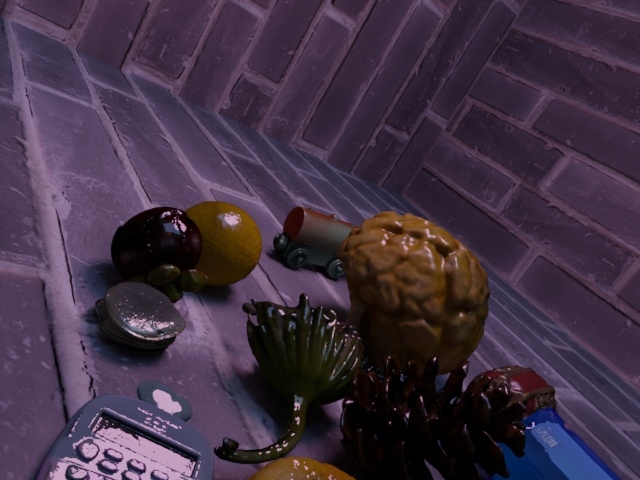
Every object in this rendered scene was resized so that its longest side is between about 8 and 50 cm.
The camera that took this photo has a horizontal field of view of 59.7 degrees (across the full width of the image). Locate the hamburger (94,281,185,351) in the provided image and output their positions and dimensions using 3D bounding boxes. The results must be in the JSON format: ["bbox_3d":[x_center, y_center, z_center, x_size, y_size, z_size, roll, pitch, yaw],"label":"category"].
[{"bbox_3d":[-0.289,0.125,0.895,0.133,0.062,0.140,8,29,-47],"label":"hamburger"}]

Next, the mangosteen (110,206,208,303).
[{"bbox_3d":[-0.291,0.032,1.008,0.166,0.166,0.180,10,49,-51],"label":"mangosteen"}]

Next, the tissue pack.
[{"bbox_3d":[0.415,0.445,0.954,0.209,0.137,0.270,-24,42,-14],"label":"tissue pack"}]

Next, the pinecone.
[{"bbox_3d":[0.164,0.293,0.870,0.244,0.309,0.244,51,30,-45],"label":"pinecone"}]

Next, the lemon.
[{"bbox_3d":[-0.218,0.003,1.165,0.203,0.178,0.178,41,8,-33],"label":"lemon"}]

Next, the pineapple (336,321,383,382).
[{"bbox_3d":[0.067,0.243,1.151,0.103,0.083,0.221,20,22,-32],"label":"pineapple"}]

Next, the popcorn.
[{"bbox_3d":[0.224,0.119,1.310,0.344,0.353,0.391,11,70,-51],"label":"popcorn"}]

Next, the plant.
[{"bbox_3d":[-0.054,0.257,0.906,0.251,0.180,0.334,34,42,-17],"label":"plant"}]

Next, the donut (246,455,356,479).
[{"bbox_3d":[0.001,0.353,0.704,0.258,0.101,0.152,27,10,-2],"label":"donut"}]

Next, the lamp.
[{"bbox_3d":[0.438,0.378,1.289,0.273,0.177,0.177,8,28,-49],"label":"lamp"}]

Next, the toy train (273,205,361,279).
[{"bbox_3d":[0.000,0.000,1.584,0.285,0.177,0.116,17,20,-39],"label":"toy train"}]

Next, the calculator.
[{"bbox_3d":[-0.216,0.267,0.640,0.185,0.041,0.299,29,18,-10],"label":"calculator"}]
